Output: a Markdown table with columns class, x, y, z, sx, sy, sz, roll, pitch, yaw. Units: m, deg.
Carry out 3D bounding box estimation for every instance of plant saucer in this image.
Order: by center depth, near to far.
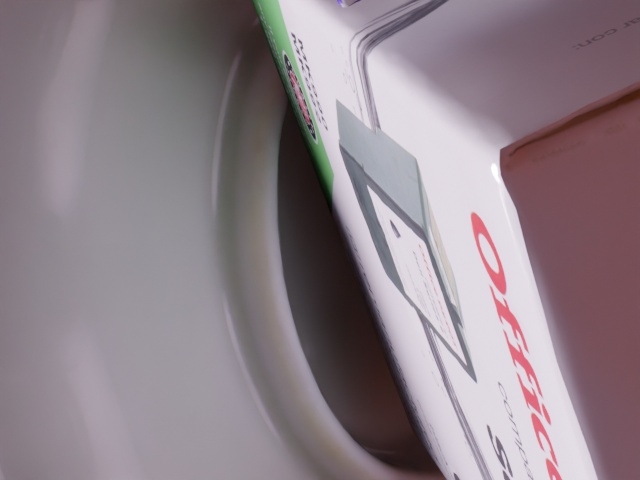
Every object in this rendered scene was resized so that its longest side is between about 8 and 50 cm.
| class | x | y | z | sx | sy | sz | roll | pitch | yaw |
| --- | --- | --- | --- | --- | --- | --- | --- | --- | --- |
| plant saucer | 0.000 | 0.000 | 0.736 | 0.400 | 0.100 | 0.400 | 13 | -105 | -55 |

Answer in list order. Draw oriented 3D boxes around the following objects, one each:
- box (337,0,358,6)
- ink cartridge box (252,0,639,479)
| class | x | y | z | sx | sy | sz | roll | pitch | yaw |
| --- | --- | --- | --- | --- | --- | --- | --- | --- | --- |
| box | 0.034 | -0.145 | 0.405 | 0.072 | 0.126 | 0.137 | -121 | 11 | -47 |
| ink cartridge box | 0.087 | 0.007 | 0.524 | 0.289 | 0.121 | 0.211 | -127 | 15 | -69 |
